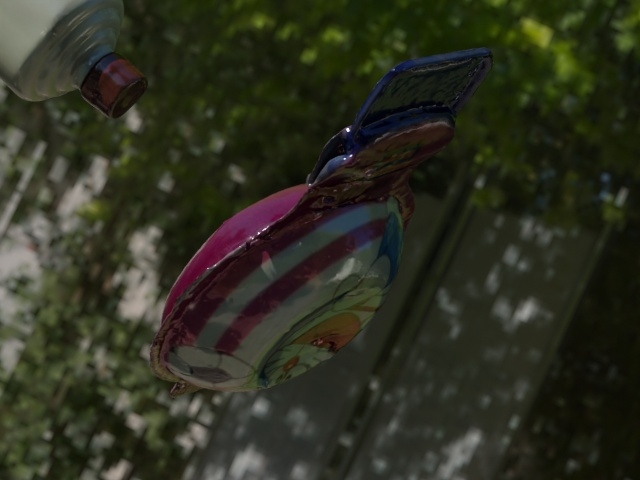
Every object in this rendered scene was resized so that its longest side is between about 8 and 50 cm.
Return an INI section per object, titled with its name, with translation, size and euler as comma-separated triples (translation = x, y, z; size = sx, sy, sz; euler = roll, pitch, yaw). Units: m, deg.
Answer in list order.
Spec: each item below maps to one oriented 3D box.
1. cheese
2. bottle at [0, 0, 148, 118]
[cheese]
translation = 0.000, 0.000, 0.865
size = 0.155, 0.244, 0.062
euler = -16, 61, -46
[bottle]
translation = -0.222, -0.179, 1.321
size = 0.245, 0.104, 0.104
euler = 43, -4, 12
